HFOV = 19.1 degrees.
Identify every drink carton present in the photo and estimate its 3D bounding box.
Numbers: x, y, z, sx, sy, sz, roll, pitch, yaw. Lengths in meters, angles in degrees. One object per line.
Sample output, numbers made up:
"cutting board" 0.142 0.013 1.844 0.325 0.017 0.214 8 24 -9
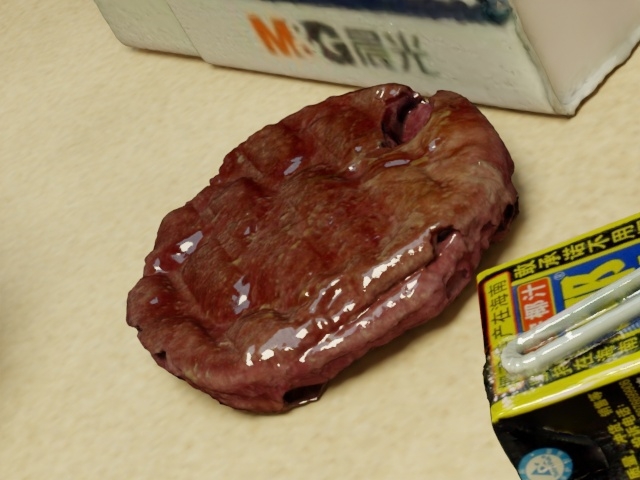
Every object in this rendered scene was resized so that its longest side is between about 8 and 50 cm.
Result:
"drink carton" 0.128 0.016 0.536 0.165 0.056 0.071 -21 30 14

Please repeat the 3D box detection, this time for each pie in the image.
"pie" 0.000 0.000 0.681 0.153 0.038 0.153 -23 33 16

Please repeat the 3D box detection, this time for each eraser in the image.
"eraser" -0.002 -0.134 0.786 0.287 0.130 0.086 15 56 47
